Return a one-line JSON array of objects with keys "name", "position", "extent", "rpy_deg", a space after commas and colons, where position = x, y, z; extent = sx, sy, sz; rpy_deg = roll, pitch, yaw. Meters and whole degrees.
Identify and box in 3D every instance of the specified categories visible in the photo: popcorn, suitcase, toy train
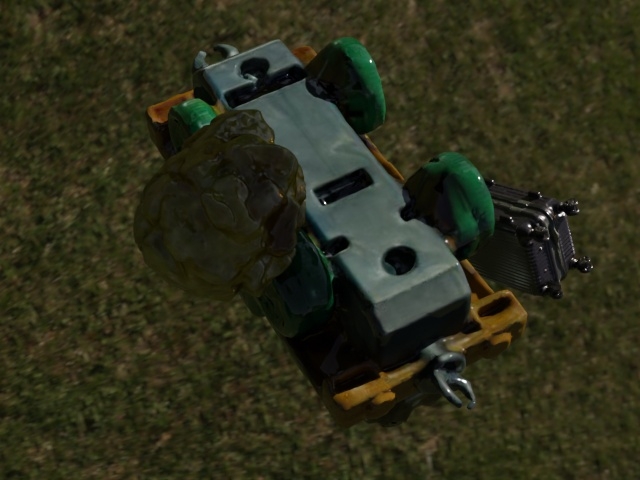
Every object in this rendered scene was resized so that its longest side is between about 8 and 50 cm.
[{"name": "popcorn", "position": [-0.057, -0.016, 0.733], "extent": [0.106, 0.116, 0.120], "rpy_deg": [51, 21, -10]}, {"name": "suitcase", "position": [0.169, -0.004, 1.041], "extent": [0.059, 0.126, 0.086], "rpy_deg": [-37, 125, -27]}, {"name": "toy train", "position": [0.000, 0.000, 0.985], "extent": [0.178, 0.249, 0.429], "rpy_deg": [-24, 56, -17]}]
